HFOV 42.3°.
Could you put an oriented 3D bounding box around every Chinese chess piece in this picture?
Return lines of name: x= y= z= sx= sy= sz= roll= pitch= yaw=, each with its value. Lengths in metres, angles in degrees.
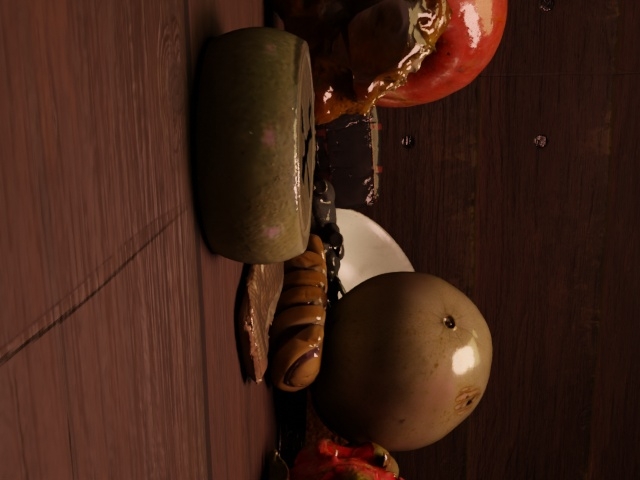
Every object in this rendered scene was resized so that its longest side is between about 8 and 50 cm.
Chinese chess piece: x=-0.056 y=-0.092 z=0.806 sx=0.238 sy=0.092 sz=0.237 roll=-1 pitch=90 yaw=-86

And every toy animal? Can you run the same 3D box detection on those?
toy animal: x=0.000 y=0.003 z=1.341 sx=0.137 sy=0.082 sz=0.269 roll=-4 pitch=81 yaw=-86

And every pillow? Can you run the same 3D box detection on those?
pillow: x=-0.070 y=0.065 z=1.008 sx=0.211 sy=0.034 sz=0.135 roll=-83 pitch=173 yaw=-46

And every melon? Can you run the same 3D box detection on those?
melon: x=0.117 y=0.190 z=1.279 sx=0.330 sy=0.268 sz=0.268 roll=127 pitch=-28 yaw=-51

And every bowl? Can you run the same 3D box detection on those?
bowl: x=0.048 y=0.105 z=1.574 sx=0.313 sy=0.146 sz=0.313 roll=31 pitch=41 yaw=-33

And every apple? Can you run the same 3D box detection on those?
apple: x=0.129 y=-0.416 z=1.407 sx=0.364 sy=0.364 sz=0.364 roll=0 pitch=90 yaw=-86

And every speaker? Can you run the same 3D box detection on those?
speaker: x=-0.045 y=0.295 z=1.289 sx=0.046 sy=0.040 sz=0.191 roll=69 pitch=22 yaw=-72

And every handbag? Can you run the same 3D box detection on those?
handbag: x=0.035 y=-0.167 z=1.572 sx=0.169 sy=0.155 sz=0.215 roll=-164 pitch=-110 yaw=-79

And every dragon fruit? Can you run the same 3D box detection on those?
dragon fruit: x=0.036 y=0.396 z=1.109 sx=0.302 sy=0.237 sz=0.231 roll=-45 pitch=140 yaw=-72

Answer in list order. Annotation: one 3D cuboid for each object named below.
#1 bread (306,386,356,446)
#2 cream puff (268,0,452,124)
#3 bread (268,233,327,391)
bread: x=0.034 y=0.423 z=1.523 sx=0.113 sy=0.165 sz=0.416 roll=10 pitch=81 yaw=-80
cream puff: x=0.052 y=-0.294 z=1.155 sx=0.155 sy=0.269 sz=0.241 roll=-147 pitch=-134 yaw=-82
bread: x=-0.032 y=0.105 z=1.192 sx=0.134 sy=0.081 sz=0.225 roll=93 pitch=-1 yaw=-45
